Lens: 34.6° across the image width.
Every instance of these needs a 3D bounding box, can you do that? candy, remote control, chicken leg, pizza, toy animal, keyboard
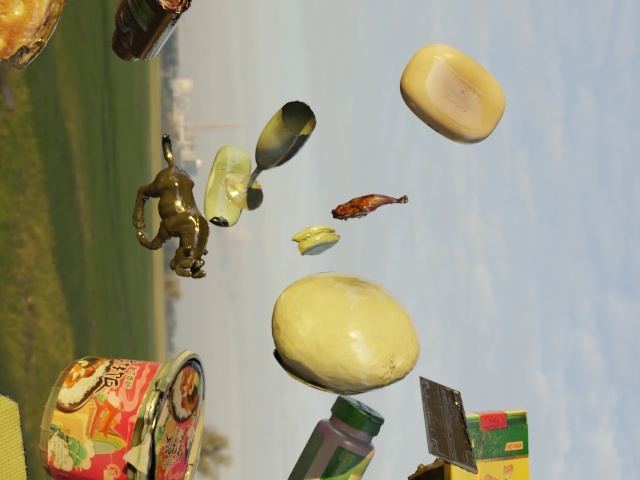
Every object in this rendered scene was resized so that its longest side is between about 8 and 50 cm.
[{"bbox_3d":[0.048,0.149,1.797,0.295,0.296,0.185,-109,-151,-63],"label":"candy"},{"bbox_3d":[-0.206,-0.128,2.317,0.045,0.098,0.256,115,-15,-48],"label":"remote control"},{"bbox_3d":[0.087,-0.061,1.871,0.062,0.145,0.037,28,51,-55],"label":"chicken leg"},{"bbox_3d":[-0.481,-0.427,1.644,0.085,0.161,0.305,-48,144,-85],"label":"pizza"},{"bbox_3d":[-0.226,-0.045,1.627,0.148,0.085,0.232,-24,-108,45],"label":"toy animal"},{"bbox_3d":[0.151,0.216,1.228,0.198,0.064,0.010,-82,-163,-72],"label":"keyboard"}]

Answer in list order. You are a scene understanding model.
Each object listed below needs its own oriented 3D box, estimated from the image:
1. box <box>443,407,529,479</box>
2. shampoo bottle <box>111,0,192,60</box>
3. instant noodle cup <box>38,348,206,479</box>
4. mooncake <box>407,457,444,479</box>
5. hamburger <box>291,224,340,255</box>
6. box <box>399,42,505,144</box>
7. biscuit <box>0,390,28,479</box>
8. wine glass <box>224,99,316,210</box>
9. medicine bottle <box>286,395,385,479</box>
[{"bbox_3d":[0.246,0.369,1.509,0.034,0.132,0.235,176,-88,-70],"label":"box"},{"bbox_3d":[-0.321,-0.417,1.891,0.129,0.084,0.323,65,-25,-2],"label":"shampoo bottle"},{"bbox_3d":[-0.290,0.272,1.484,0.302,0.182,0.258,87,15,-50],"label":"instant noodle cup"},{"bbox_3d":[0.231,0.454,1.710,0.124,0.228,0.228,-115,-156,-52],"label":"mooncake"},{"bbox_3d":[-0.001,-0.003,2.421,0.121,0.084,0.054,13,48,-57],"label":"hamburger"},{"bbox_3d":[0.238,-0.262,1.845,0.146,0.200,0.088,-57,-164,-7],"label":"box"},{"bbox_3d":[-0.612,0.369,1.867,0.046,0.147,0.249,14,-64,35],"label":"biscuit"},{"bbox_3d":[-0.067,-0.112,1.384,0.198,0.066,0.066,-45,-137,52],"label":"wine glass"},{"bbox_3d":[0.022,0.448,2.047,0.274,0.133,0.133,-63,-170,1],"label":"medicine bottle"}]
